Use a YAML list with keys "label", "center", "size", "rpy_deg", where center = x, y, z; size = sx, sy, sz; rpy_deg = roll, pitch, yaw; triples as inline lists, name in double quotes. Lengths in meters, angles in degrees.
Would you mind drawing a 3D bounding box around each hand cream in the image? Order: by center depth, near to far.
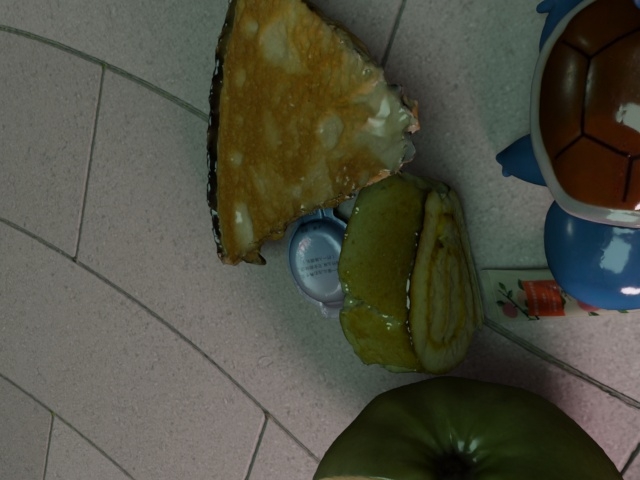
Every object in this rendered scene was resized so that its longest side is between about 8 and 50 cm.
- label: "hand cream"
  center: [0.317, 0.063, 0.725]
  size: [0.234, 0.050, 0.080]
  rpy_deg: [-8, 103, 36]

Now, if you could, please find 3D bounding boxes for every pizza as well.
- label: "pizza"
  center: [-0.061, -0.194, 0.795]
  size: [0.435, 0.080, 0.392]
  rpy_deg: [-28, 74, 46]

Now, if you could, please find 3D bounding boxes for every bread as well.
- label: "bread"
  center: [0.117, 0.039, 0.746]
  size: [0.124, 0.186, 0.257]
  rpy_deg: [-3, 91, 40]

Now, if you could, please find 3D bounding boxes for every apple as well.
- label: "apple"
  center: [0.178, 0.311, 0.688]
  size: [0.311, 0.320, 0.360]
  rpy_deg: [48, 165, 41]

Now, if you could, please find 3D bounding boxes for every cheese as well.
- label: "cheese"
  center: [0.000, 0.000, 0.871]
  size: [0.135, 0.052, 0.244]
  rpy_deg: [-12, 96, 28]

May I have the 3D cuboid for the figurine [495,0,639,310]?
- label: "figurine"
  center: [0.331, -0.137, 0.586]
  size: [0.298, 0.243, 0.416]
  rpy_deg: [5, 124, 18]
